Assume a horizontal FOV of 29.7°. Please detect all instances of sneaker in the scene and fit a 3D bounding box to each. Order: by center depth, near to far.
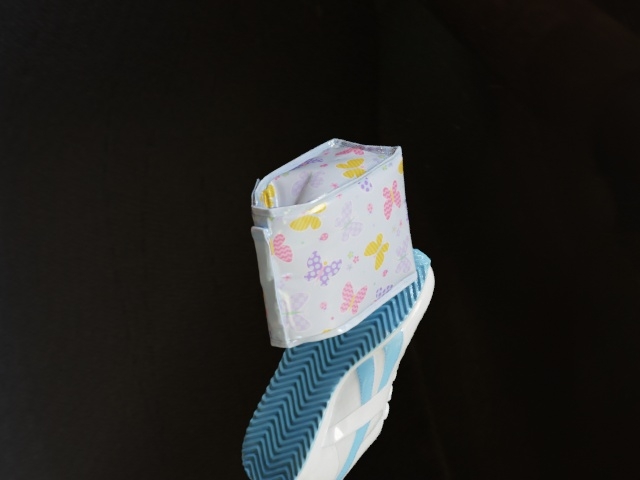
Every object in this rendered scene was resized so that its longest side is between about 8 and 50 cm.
[{"bbox_3d":[0.023,0.107,0.998,0.087,0.092,0.228,31,88,35],"label":"sneaker"}]

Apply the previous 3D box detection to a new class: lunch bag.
[{"bbox_3d":[0.000,0.000,0.544,0.053,0.083,0.071,10,122,37],"label":"lunch bag"}]
